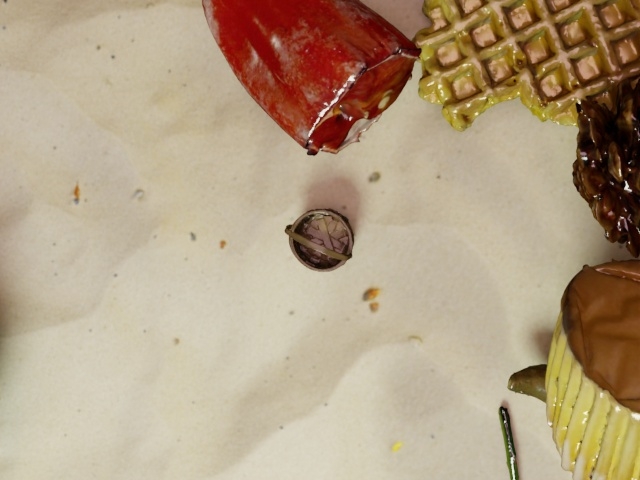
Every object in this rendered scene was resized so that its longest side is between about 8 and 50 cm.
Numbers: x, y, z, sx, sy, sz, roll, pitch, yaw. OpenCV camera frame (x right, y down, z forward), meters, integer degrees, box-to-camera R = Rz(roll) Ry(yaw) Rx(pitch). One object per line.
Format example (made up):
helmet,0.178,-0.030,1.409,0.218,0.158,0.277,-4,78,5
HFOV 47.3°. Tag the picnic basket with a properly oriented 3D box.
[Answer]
picnic basket,0.000,0.000,0.737,0.072,0.083,0.072,1,95,11

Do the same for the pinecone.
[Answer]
pinecone,0.297,-0.066,0.611,0.174,0.173,0.173,1,94,10

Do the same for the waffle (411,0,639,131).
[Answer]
waffle,0.223,-0.196,0.699,0.253,0.056,0.249,34,99,5

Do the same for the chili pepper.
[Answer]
chili pepper,-0.036,-0.204,0.726,0.136,0.144,0.253,-41,77,-19

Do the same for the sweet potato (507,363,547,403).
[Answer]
sweet potato,0.316,0.165,0.708,0.274,0.067,0.067,14,96,4

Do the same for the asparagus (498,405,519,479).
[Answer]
asparagus,0.201,0.253,0.757,0.013,0.016,0.166,-10,92,-31

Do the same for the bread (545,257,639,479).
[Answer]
bread,0.335,0.128,0.596,0.288,0.204,0.156,-1,132,10
